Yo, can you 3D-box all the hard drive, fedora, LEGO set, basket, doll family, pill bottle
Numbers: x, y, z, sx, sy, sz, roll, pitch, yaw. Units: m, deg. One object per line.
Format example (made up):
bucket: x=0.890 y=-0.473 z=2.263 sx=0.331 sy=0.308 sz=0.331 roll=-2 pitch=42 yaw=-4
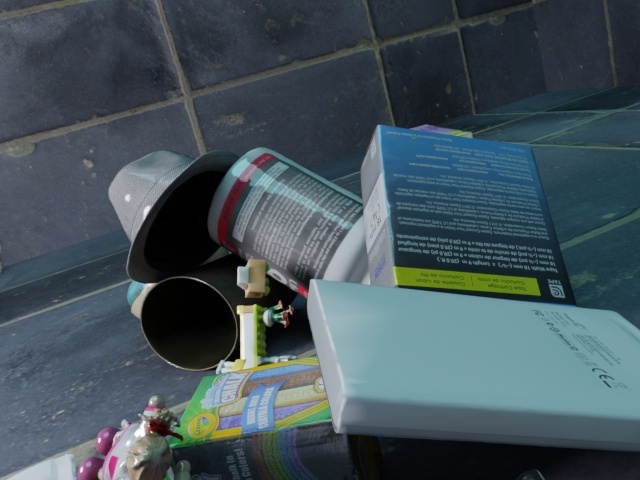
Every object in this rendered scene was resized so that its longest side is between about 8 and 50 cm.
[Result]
hard drive: x=0.173 y=0.114 z=0.629 sx=0.353 sy=0.047 sz=0.233 roll=7 pitch=18 yaw=-9
fedora: x=-0.236 y=-0.058 z=1.029 sx=0.124 sy=0.243 sz=0.275 roll=35 pitch=16 yaw=18
LEGO set: x=-0.062 y=0.150 z=0.836 sx=0.107 sy=0.132 sz=0.287 roll=-6 pitch=39 yaw=13
basket: x=-0.149 y=0.096 z=1.091 sx=0.204 sy=0.154 sz=0.227 roll=-19 pitch=6 yaw=34
doll family: x=-0.150 y=0.257 z=0.492 sx=0.163 sy=0.118 sz=0.262 roll=-21 pitch=36 yaw=54
pill bottle: x=0.000 y=0.000 z=1.011 sx=0.319 sy=0.176 sz=0.176 roll=30 pitch=33 yaw=16

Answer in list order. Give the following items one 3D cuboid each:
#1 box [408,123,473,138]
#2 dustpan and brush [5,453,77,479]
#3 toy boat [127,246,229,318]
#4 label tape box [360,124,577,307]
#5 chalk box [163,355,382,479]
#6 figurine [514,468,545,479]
box: x=0.196 y=-0.067 z=1.156 sx=0.117 sy=0.242 sz=0.213 roll=-16 pitch=16 yaw=-6
dustpan and brush: x=-0.355 y=0.319 z=0.682 sx=0.211 sy=0.060 sz=0.147 roll=-13 pitch=27 yaw=-19
toy boat: x=-0.229 y=0.011 z=1.242 sx=0.318 sy=0.148 sz=0.267 roll=-47 pitch=-6 yaw=8
label tape box: x=0.188 y=0.015 z=0.873 sx=0.241 sy=0.106 sz=0.333 roll=6 pitch=56 yaw=-12
chalk box: x=-0.058 y=0.206 z=0.632 sx=0.213 sy=0.132 sz=0.132 roll=-11 pitch=16 yaw=10
figurine: x=0.085 y=0.266 z=0.401 sx=0.210 sy=0.092 sz=0.215 roll=-23 pitch=16 yaw=1
